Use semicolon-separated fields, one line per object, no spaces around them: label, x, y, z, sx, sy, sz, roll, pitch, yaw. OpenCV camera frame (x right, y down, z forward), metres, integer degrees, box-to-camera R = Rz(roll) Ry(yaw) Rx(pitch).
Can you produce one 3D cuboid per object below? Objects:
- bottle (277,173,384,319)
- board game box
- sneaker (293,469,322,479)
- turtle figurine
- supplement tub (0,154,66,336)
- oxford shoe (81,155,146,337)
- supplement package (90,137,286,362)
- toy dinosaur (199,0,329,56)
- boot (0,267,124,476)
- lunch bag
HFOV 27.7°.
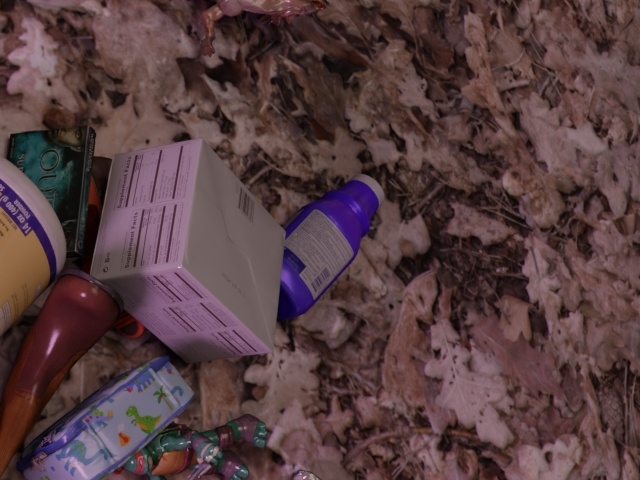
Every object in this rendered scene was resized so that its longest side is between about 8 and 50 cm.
bottle;0.000;0.000;2.045;0.118;0.092;0.283;51;53;-12
board game box;-0.376;-0.064;1.782;0.026;0.126;0.186;47;41;-63
sneaker;0.005;0.403;1.950;0.135;0.052;0.058;38;66;-11
turtle figurine;-0.189;0.303;1.780;0.234;0.175;0.118;-7;61;-45
supplement tub;-0.495;0.058;1.574;0.241;0.241;0.331;48;53;-14
oxford shoe;-0.285;0.003;1.840;0.098;0.097;0.271;-16;85;-44
supplement package;-0.175;0.019;1.799;0.262;0.145;0.204;50;38;-51
toy dinosaur;-0.148;-0.426;2.068;0.295;0.127;0.200;49;45;3
boot;-0.366;0.185;1.616;0.096;0.264;0.280;37;55;-16
lunch bag;-0.285;0.248;1.707;0.219;0.176;0.090;-39;94;-39
